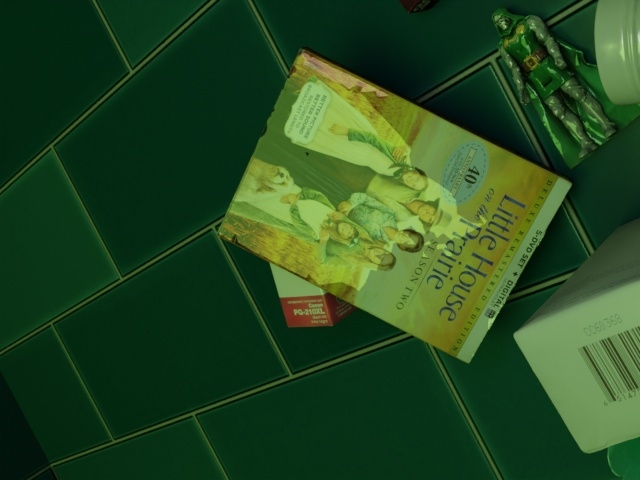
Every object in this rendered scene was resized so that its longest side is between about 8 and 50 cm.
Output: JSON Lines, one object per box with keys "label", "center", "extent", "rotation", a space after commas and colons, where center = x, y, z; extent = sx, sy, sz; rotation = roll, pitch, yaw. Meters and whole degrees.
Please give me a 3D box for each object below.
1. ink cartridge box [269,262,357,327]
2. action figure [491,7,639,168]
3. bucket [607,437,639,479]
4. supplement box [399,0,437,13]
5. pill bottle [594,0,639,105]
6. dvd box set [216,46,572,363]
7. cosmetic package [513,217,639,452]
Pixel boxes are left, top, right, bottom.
{"label": "ink cartridge box", "center": [0.000, 0.000, 1.353], "extent": [0.100, 0.172, 0.237], "rotation": [-6, 104, 38]}
{"label": "action figure", "center": [0.307, -0.221, 1.113], "extent": [0.232, 0.063, 0.137], "rotation": [54, 133, 10]}
{"label": "bucket", "center": [0.523, 0.237, 1.056], "extent": [0.281, 0.183, 0.281], "rotation": [14, 115, 31]}
{"label": "supplement box", "center": [0.112, -0.453, 1.152], "extent": [0.130, 0.073, 0.239], "rotation": [-39, 84, 39]}
{"label": "pill bottle", "center": [0.483, -0.234, 0.891], "extent": [0.333, 0.188, 0.188], "rotation": [-1, 107, 36]}
{"label": "dvd box set", "center": [0.098, -0.047, 1.195], "extent": [0.420, 0.062, 0.308], "rotation": [28, 107, 2]}
{"label": "cosmetic package", "center": [0.408, 0.060, 0.939], "extent": [0.217, 0.385, 0.156], "rotation": [-32, 87, 43]}
